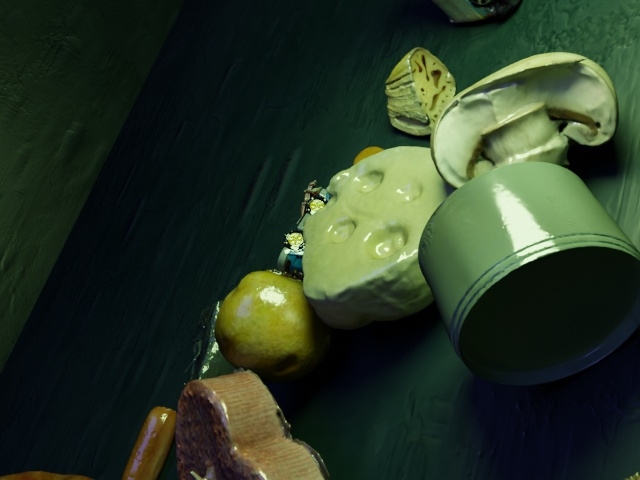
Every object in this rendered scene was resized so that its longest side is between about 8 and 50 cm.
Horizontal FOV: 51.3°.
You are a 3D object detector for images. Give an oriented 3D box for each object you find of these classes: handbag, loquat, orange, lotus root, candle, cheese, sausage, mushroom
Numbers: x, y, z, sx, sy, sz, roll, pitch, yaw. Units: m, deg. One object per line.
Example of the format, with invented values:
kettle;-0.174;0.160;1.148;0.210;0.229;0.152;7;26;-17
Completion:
handbag;-0.231;0.243;1.391;0.175;0.089;0.270;-33;39;46
loquat;-0.072;0.142;1.147;0.213;0.213;0.213;-33;40;33
orange;0.103;-0.137;1.263;0.085;0.085;0.085;-33;40;33
lotus root;0.189;-0.282;1.266;0.135;0.095;0.159;15;115;62
candle;-0.136;0.373;1.014;0.317;0.131;0.287;53;131;35
cheese;0.096;-0.008;1.067;0.326;0.115;0.318;-47;36;-13
sausage;-0.354;0.442;1.380;0.076;0.076;0.197;-2;61;52
mushroom;0.292;-0.154;0.948;0.254;0.195;0.189;-21;14;27

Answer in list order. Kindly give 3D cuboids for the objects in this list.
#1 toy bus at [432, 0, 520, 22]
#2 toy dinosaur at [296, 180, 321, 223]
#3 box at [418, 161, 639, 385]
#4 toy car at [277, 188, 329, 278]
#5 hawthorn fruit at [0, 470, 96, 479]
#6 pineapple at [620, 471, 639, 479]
toy bus;0.198;-0.560;1.209;0.162;0.386;0.171;-2;61;58
toy dinosaur;-0.024;-0.065;1.351;0.220;0.032;0.108;-73;-5;-65
box;0.242;0.042;0.778;0.226;0.226;0.149;-42;35;23
toy car;0.000;0.000;1.245;0.100;0.097;0.191;25;62;15
hawthorn fruit;-0.514;0.635;1.189;0.403;0.403;0.403;-33;40;33
pineapple;0.337;0.231;0.642;0.159;0.074;0.074;-53;32;2
